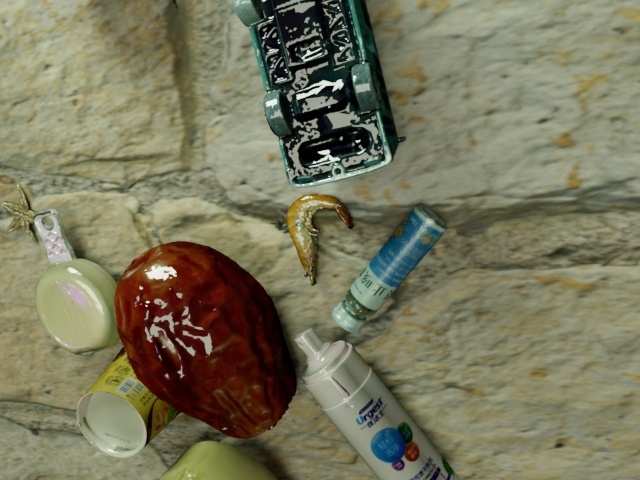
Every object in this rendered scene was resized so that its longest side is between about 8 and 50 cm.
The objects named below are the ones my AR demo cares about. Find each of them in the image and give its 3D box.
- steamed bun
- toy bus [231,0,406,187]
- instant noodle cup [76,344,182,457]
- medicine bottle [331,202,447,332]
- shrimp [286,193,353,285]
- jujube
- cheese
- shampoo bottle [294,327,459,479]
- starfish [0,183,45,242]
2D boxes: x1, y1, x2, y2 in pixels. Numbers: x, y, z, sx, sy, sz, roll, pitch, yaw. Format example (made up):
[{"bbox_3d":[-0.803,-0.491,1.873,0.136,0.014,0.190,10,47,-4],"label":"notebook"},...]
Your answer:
[{"bbox_3d":[-0.138,0.454,0.763,0.166,0.232,0.272,-21,102,24],"label":"steamed bun"},{"bbox_3d":[0.003,-0.196,0.572,0.128,0.147,0.255,-12,99,18],"label":"toy bus"},{"bbox_3d":[-0.284,0.241,0.788,0.152,0.122,0.151,5,108,15],"label":"instant noodle cup"},{"bbox_3d":[0.087,0.039,0.676,0.051,0.051,0.191,36,111,1],"label":"medicine bottle"},{"bbox_3d":[0.000,0.000,0.698,0.091,0.025,0.127,-1,104,12],"label":"shrimp"},{"bbox_3d":[-0.145,0.135,0.687,0.197,0.197,0.290,-22,116,19],"label":"jujube"},{"bbox_3d":[-0.377,0.063,0.787,0.137,0.064,0.227,-12,105,13],"label":"cheese"},{"bbox_3d":[0.069,0.244,0.722,0.092,0.092,0.303,-35,96,20],"label":"shampoo bottle"},{"bbox_3d":[-0.456,-0.040,0.800,0.092,0.016,0.086,21,112,12],"label":"starfish"}]
